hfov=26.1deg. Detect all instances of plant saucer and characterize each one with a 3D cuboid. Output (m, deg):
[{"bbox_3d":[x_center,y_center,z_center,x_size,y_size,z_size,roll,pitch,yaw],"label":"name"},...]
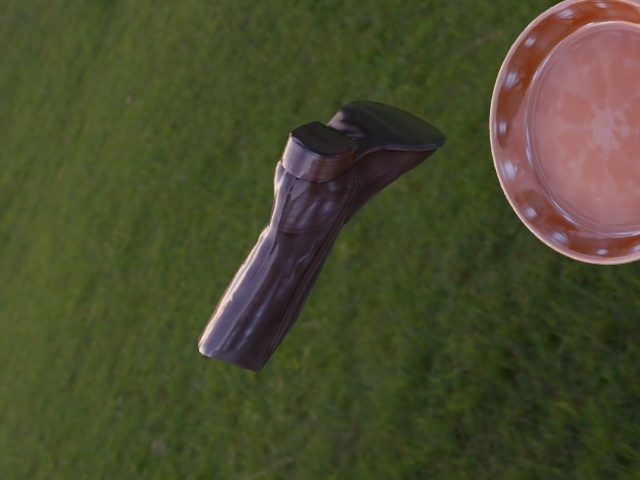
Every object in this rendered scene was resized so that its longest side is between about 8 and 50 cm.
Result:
[{"bbox_3d":[0.089,-0.034,0.429,0.083,0.013,0.083,8,102,44],"label":"plant saucer"}]

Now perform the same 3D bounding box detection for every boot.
[{"bbox_3d":[0.000,0.000,0.589,0.037,0.106,0.114,38,121,28],"label":"boot"}]
